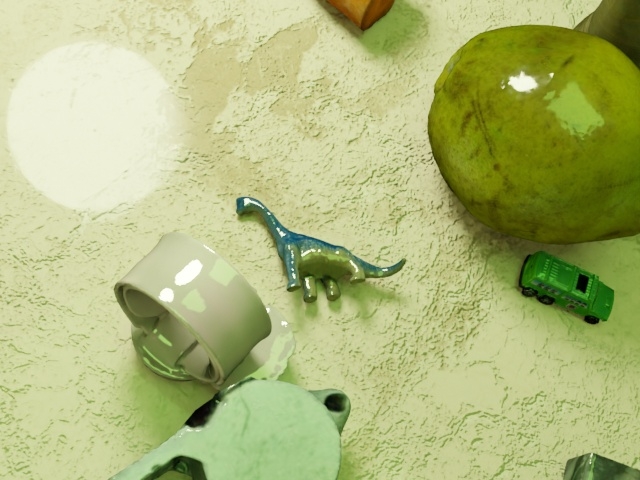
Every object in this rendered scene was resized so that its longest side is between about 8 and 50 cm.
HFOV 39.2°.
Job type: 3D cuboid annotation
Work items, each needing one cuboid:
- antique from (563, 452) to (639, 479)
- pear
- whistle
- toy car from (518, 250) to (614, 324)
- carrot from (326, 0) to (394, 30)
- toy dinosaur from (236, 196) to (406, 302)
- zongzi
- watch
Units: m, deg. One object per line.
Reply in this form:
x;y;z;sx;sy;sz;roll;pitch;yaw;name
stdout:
0.405;0.421;1.337;0.086;0.088;0.183;21;65;-3;antique
0.365;-0.172;1.439;0.413;0.352;0.352;30;65;9;pear
-0.149;0.294;1.210;0.404;0.168;0.188;1;69;-14;whistle
0.412;0.077;1.487;0.165;0.062;0.071;24;65;-3;toy car
0.042;-0.494;1.584;0.225;0.159;0.159;39;65;13;carrot
0.000;0.000;1.421;0.247;0.075;0.188;-8;64;-10;toy dinosaur
0.617;-0.257;1.500;0.181;0.418;0.447;-44;81;-4;zongzi
-0.148;0.100;1.251;0.244;0.231;0.196;37;62;9;watch
